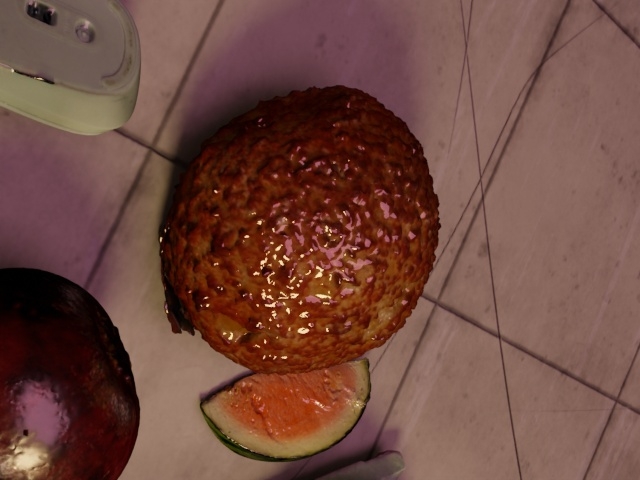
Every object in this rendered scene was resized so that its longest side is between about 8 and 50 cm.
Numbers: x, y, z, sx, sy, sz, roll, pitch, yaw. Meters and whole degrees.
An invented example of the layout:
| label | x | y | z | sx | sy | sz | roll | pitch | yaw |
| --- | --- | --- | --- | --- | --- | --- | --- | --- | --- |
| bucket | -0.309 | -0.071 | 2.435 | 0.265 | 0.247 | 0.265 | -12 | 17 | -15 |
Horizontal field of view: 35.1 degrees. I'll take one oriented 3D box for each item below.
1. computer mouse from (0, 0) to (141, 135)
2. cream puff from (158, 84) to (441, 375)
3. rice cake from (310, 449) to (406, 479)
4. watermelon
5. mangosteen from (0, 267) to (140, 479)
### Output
| label | x | y | z | sx | sy | sz | roll | pitch | yaw |
| --- | --- | --- | --- | --- | --- | --- | --- | --- | --- |
| computer mouse | -0.289 | -0.190 | 0.903 | 0.288 | 0.097 | 0.159 | 19 | 57 | -35 |
| cream puff | 0.000 | -0.005 | 1.103 | 0.350 | 0.229 | 0.350 | -13 | 110 | -38 |
| rice cake | -0.016 | 0.339 | 1.296 | 0.290 | 0.051 | 0.081 | -16 | 145 | -34 |
| watermelon | -0.035 | 0.211 | 1.243 | 0.245 | 0.063 | 0.119 | -10 | 89 | -31 |
| mangosteen | -0.299 | 0.154 | 0.923 | 0.261 | 0.235 | 0.235 | -27 | 121 | 0 |
